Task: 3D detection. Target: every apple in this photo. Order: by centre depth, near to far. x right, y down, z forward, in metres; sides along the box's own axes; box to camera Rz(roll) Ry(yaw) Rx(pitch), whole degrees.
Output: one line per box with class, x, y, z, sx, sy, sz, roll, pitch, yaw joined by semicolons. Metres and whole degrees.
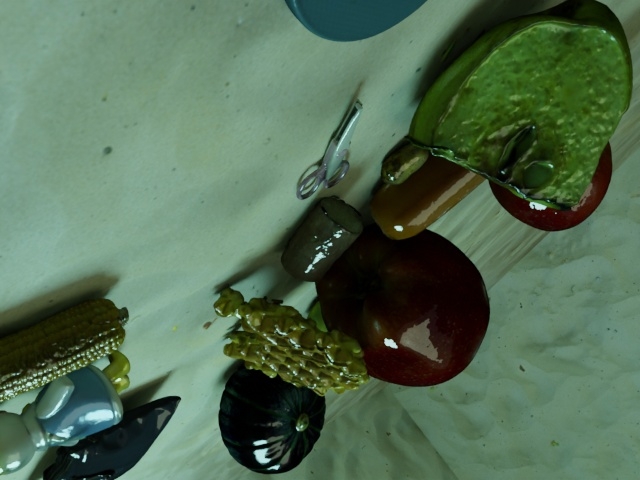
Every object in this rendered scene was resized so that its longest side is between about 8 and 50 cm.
apple;0.150;0.110;1.133;0.288;0.288;0.317;-44;141;14
apple;0.425;-0.131;1.180;0.218;0.218;0.201;-18;154;-45

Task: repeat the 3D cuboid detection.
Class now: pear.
pear;0.256;-0.197;0.822;0.164;0.239;0.255;-106;-143;-70

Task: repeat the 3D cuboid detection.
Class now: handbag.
handbag;-0.371;0.366;1.081;0.211;0.088;0.254;-17;155;-51

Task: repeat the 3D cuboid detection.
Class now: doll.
doll;-0.347;0.227;0.797;0.241;0.098;0.135;-22;178;-35

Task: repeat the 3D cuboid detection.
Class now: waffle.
waffle;-0.042;0.172;1.029;0.293;0.260;0.069;105;7;-65

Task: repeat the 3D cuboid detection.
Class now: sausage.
sausage;0.195;-0.108;0.991;0.274;0.105;0.105;-41;161;10

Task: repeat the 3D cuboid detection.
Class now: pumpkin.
pumpkin;-0.124;0.358;1.353;0.248;0.248;0.248;-33;160;-14

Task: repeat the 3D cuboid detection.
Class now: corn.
corn;-0.302;0.122;0.684;0.207;0.068;0.068;-26;157;-35

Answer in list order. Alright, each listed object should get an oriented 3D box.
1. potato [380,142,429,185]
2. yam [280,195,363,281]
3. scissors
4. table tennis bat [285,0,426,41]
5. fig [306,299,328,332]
potato;0.124;-0.116;0.943;0.083;0.040;0.051;-40;161;9
yam;0.001;0.002;0.935;0.084;0.084;0.127;-12;145;-51
scissors;0.020;-0.111;0.797;0.086;0.022;0.176;-25;159;-30
table tennis bat;0.048;-0.264;0.480;0.215;0.044;0.329;-40;163;7
fig;0.040;0.168;1.307;0.153;0.120;0.136;-42;165;8
